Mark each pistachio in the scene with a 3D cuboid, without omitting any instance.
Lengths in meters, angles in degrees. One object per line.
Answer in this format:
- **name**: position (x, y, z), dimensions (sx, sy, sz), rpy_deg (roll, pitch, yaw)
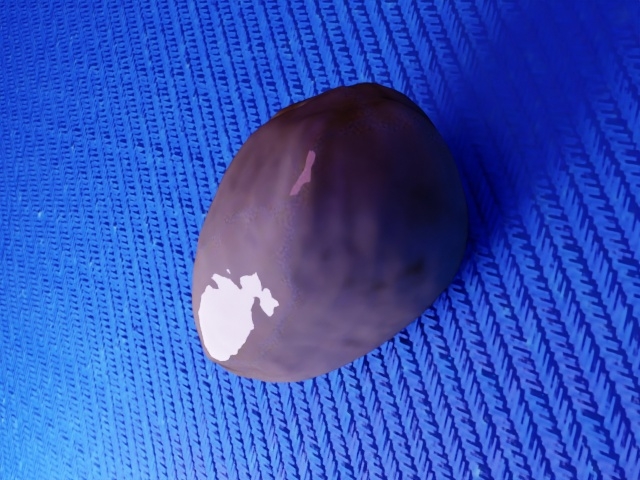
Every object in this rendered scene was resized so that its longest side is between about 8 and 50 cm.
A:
- **pistachio**: position (0.000, 0.000, 0.747), dimensions (0.153, 0.138, 0.238), rpy_deg (50, 131, 7)
